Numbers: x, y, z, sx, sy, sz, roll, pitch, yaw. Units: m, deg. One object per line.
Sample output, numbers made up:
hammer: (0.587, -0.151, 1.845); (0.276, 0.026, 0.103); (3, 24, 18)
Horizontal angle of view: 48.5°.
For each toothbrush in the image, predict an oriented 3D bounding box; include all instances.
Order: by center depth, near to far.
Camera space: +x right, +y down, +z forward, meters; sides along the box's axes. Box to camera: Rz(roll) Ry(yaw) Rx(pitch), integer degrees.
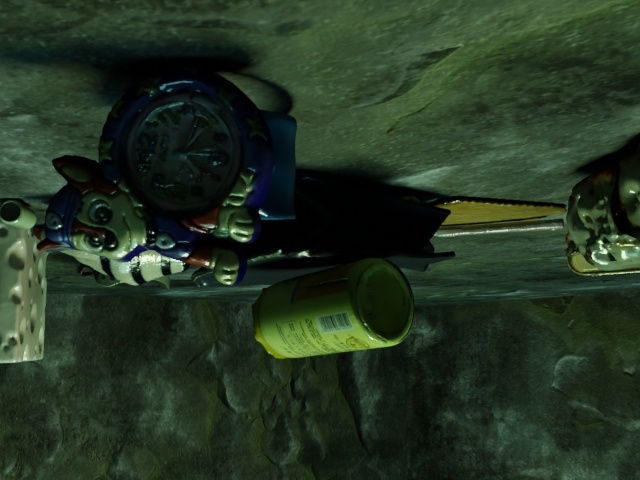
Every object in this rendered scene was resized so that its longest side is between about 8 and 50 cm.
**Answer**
toothbrush: (0.242, -0.011, 1.245); (0.353, 0.029, 0.024); (-4, -176, 18)

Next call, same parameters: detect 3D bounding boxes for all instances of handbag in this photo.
handbag: (0.000, 0.000, 1.085); (0.329, 0.122, 0.303); (6, 165, -38)

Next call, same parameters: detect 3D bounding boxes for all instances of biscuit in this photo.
biscuit: (0.260, -0.039, 1.205); (0.236, 0.013, 0.232); (3, 170, -21)

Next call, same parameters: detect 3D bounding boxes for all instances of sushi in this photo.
sushi: (0.388, -0.044, 0.812); (0.124, 0.130, 0.332); (0, 170, -4)

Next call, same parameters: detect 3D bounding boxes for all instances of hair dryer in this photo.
hair dryer: (-0.501, -0.042, 1.073); (0.124, 0.038, 0.063); (5, 171, -1)

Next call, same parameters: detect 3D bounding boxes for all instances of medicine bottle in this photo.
medicine bottle: (0.008, 0.098, 0.983); (0.124, 0.124, 0.238); (8, 165, -42)

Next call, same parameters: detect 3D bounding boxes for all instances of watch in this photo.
watch: (-0.117, -0.060, 0.648); (0.195, 0.171, 0.200); (11, -177, 4)

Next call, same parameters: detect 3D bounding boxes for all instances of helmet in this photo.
helmet: (-0.346, 0.021, 1.265); (0.153, 0.108, 0.176); (4, -171, -45)

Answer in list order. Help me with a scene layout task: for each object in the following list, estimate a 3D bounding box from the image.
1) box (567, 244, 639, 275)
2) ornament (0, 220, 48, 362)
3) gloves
box: (0.506, 0.002, 1.209); (0.177, 0.111, 0.111); (-7, 169, 35)
ornament: (-0.621, 0.092, 1.234); (0.238, 0.240, 0.240); (1, 172, -11)
gloves: (-0.312, 0.002, 1.067); (0.218, 0.132, 0.140); (-6, 170, -15)
